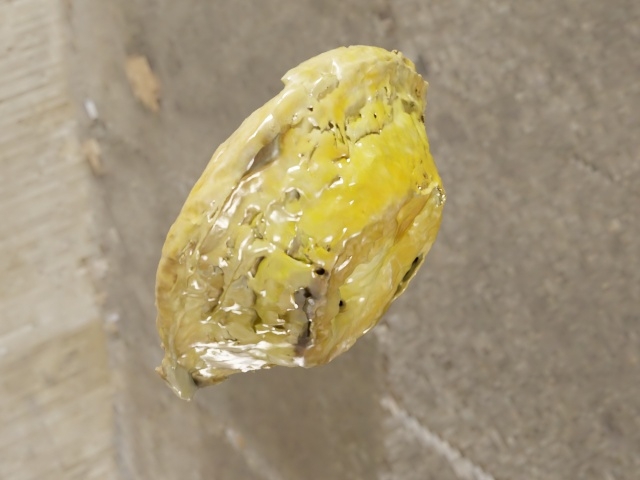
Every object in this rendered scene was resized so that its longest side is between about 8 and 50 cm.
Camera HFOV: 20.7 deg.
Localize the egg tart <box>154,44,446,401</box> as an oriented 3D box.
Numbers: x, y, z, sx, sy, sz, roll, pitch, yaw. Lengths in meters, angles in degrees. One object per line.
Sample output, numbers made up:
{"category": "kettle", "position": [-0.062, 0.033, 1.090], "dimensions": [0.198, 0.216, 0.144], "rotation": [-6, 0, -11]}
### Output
{"category": "egg tart", "position": [0.003, -0.002, 1.434], "dimensions": [0.129, 0.341, 0.341], "rotation": [34, 141, 18]}
